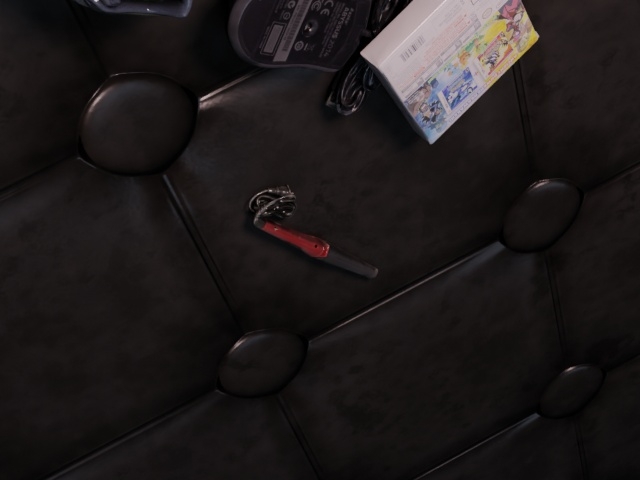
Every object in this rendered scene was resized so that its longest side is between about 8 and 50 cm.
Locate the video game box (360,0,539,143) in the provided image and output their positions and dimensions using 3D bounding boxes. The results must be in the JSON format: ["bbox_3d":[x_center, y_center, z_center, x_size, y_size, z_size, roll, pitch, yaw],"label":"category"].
[{"bbox_3d":[0.169,-0.247,1.338,0.205,0.048,0.187,-44,140,0],"label":"video game box"}]

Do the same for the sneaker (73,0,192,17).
[{"bbox_3d":[-0.249,-0.286,1.033,0.300,0.121,0.111,1,121,-40],"label":"sneaker"}]

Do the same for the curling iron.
[{"bbox_3d":[0.000,0.000,1.493,0.068,0.035,0.274,-44,134,11],"label":"curling iron"}]

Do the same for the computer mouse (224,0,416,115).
[{"bbox_3d":[-0.016,-0.256,1.251,0.272,0.072,0.188,5,123,-47],"label":"computer mouse"}]
